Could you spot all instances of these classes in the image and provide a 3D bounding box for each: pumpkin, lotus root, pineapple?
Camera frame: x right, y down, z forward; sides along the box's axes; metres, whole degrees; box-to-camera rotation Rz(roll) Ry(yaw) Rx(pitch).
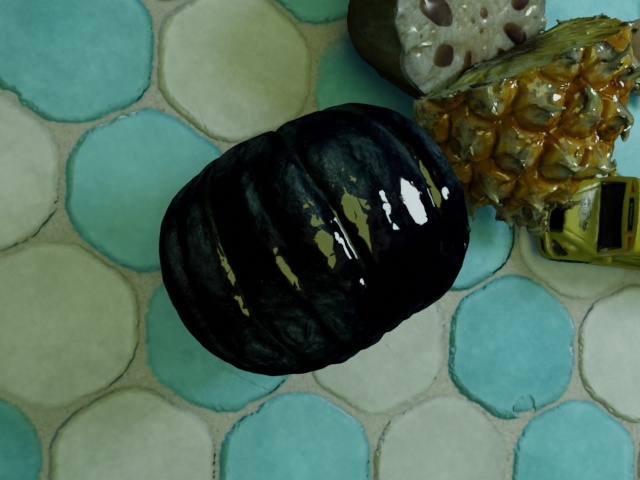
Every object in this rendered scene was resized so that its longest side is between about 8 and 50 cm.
[{"bbox_3d":[0.000,0.000,0.688,0.363,0.363,0.266,-24,86,-11],"label":"pumpkin"},{"bbox_3d":[0.165,-0.318,0.819,0.272,0.192,0.272,-14,116,-30],"label":"lotus root"},{"bbox_3d":[0.325,-0.117,0.756,0.344,0.209,0.286,-30,114,-19],"label":"pineapple"}]

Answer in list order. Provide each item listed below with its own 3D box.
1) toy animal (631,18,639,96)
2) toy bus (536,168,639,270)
[{"bbox_3d":[0.532,-0.297,0.948,0.083,0.089,0.150,-32,104,-14],"label":"toy animal"},{"bbox_3d":[0.511,-0.026,0.899,0.330,0.151,0.145,7,87,-11],"label":"toy bus"}]
